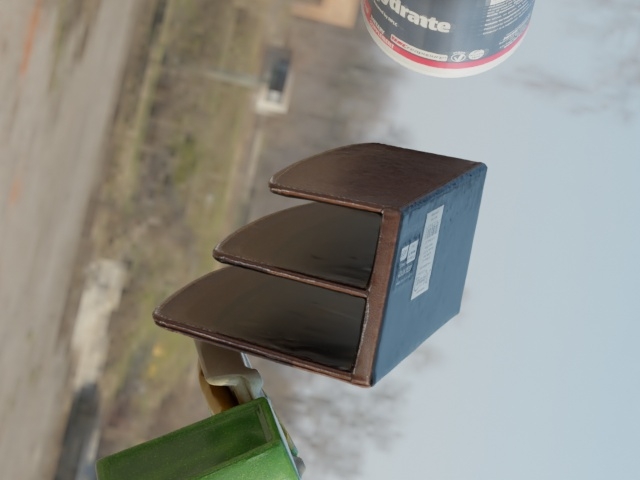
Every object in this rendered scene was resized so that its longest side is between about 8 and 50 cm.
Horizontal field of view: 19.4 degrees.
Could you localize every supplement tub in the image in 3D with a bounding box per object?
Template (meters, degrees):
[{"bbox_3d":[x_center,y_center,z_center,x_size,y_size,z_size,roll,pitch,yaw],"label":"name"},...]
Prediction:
[{"bbox_3d":[0.144,-0.315,1.957,0.272,0.191,0.191,96,5,-61],"label":"supplement tub"}]

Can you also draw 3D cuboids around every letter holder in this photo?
[{"bbox_3d":[0.000,0.000,1.651,0.302,0.214,0.152,-28,129,-70],"label":"letter holder"}]

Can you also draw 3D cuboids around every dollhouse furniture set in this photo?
[{"bbox_3d":[-0.091,0.212,1.598,0.301,0.151,0.197,-117,-176,-66],"label":"dollhouse furniture set"}]
